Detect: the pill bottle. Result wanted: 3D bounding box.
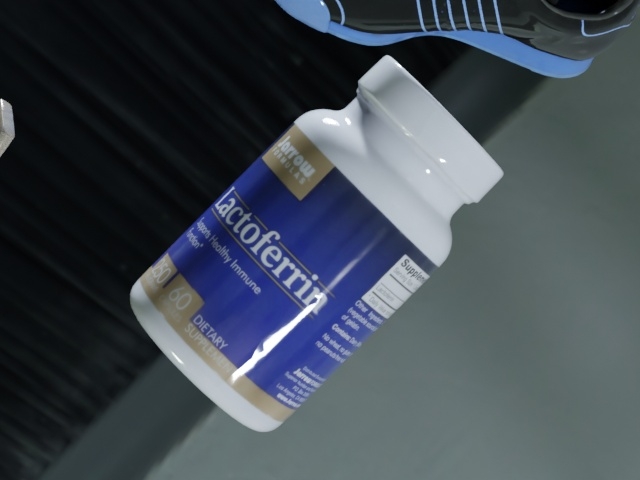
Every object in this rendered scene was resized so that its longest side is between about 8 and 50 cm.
[{"bbox_3d":[0.000,0.000,1.288,0.265,0.153,0.153,-46,44,3],"label":"pill bottle"}]

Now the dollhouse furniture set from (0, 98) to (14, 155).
[{"bbox_3d":[-0.352,0.017,1.186,0.286,0.198,0.303,-41,36,20],"label":"dollhouse furniture set"}]

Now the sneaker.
[{"bbox_3d":[0.085,-0.164,1.064,0.090,0.232,0.081,128,145,-56],"label":"sneaker"}]
